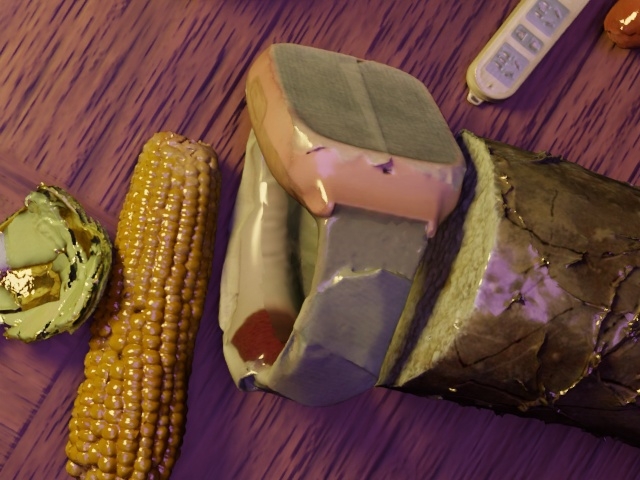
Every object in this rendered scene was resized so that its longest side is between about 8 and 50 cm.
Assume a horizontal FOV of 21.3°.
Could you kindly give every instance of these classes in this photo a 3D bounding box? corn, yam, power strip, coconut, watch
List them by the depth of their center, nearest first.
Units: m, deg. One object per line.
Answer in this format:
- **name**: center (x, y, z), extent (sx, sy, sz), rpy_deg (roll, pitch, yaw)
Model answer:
- **watch**: center (0.000, 0.000, 1.352), extent (0.162, 0.253, 0.241), rpy_deg (11, 121, -19)
- **yam**: center (0.215, 0.059, 1.373), extent (0.348, 0.241, 0.241), rpy_deg (17, 86, -10)
- **coconut**: center (-0.229, 0.024, 1.386), extent (0.158, 0.055, 0.133), rpy_deg (4, 71, 27)
- **corn**: center (-0.141, 0.068, 1.394), extent (0.097, 0.097, 0.319), rpy_deg (12, 85, -7)
- **power strip**: center (0.192, -0.193, 1.474), extent (0.047, 0.030, 0.191), rpy_deg (39, 84, -6)

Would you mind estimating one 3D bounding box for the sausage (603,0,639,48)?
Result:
- **sausage**: center (0.396, -0.205, 1.481), extent (0.304, 0.078, 0.078), rpy_deg (-1, 88, -6)
